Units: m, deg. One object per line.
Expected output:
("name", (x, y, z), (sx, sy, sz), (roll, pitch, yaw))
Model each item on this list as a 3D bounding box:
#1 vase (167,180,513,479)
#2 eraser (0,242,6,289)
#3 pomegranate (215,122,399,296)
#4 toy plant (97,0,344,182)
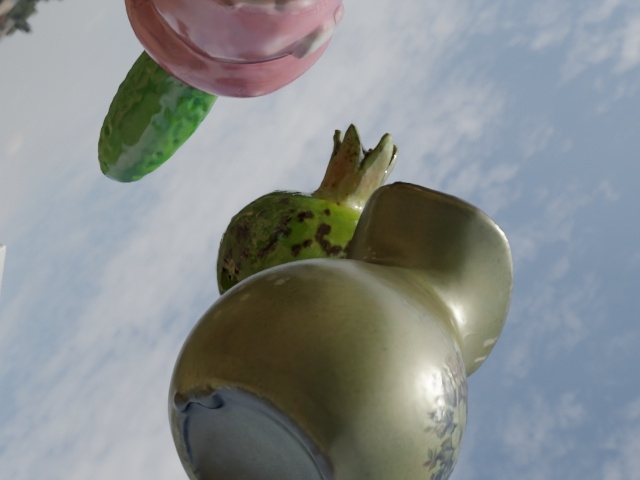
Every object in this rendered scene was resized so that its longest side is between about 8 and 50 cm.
("vase", (0.029, 0.147, 0.821), (0.241, 0.329, 0.302), (16, -145, 27))
("eraser", (-0.530, 0.086, 1.281), (0.210, 0.068, 0.124), (-46, 156, -58))
("pomegranate", (-0.017, 0.003, 1.159), (0.231, 0.231, 0.285), (-12, -105, 55))
("toy plant", (-0.107, -0.219, 0.897), (0.317, 0.210, 0.356), (-51, -169, -16))
